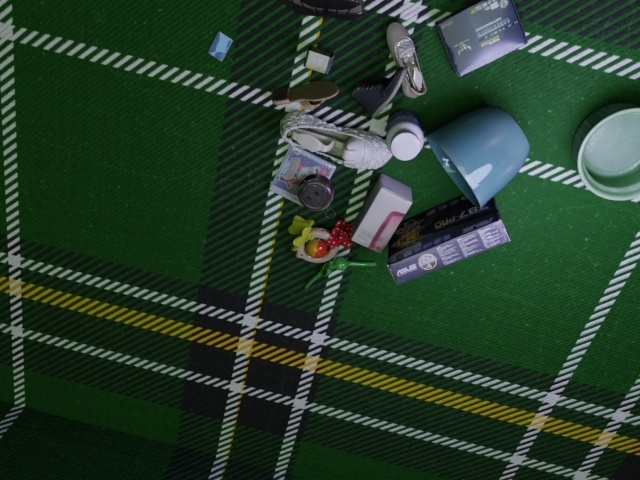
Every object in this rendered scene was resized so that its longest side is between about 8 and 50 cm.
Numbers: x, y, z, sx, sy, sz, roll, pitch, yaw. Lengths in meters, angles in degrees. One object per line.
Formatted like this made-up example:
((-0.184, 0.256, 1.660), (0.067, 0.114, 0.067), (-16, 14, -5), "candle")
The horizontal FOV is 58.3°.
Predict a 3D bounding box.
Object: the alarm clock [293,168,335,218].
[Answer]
((-0.005, -0.155, 2.085), (0.129, 0.064, 0.192), (-28, 114, 20), "alarm clock")

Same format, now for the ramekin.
((0.972, -0.297, 1.858), (0.303, 0.148, 0.304), (3, 117, 6), "ramekin")

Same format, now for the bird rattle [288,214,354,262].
((0.000, 0.000, 2.179), (0.253, 0.143, 0.207), (4, 135, -14), "bird rattle")

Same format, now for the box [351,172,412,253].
((0.218, -0.097, 2.060), (0.126, 0.149, 0.232), (26, 118, -7), "box")

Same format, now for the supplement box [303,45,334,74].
((-0.004, -0.588, 1.869), (0.083, 0.083, 0.056), (18, 119, -1), "supplement box")

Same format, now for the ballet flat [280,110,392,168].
((0.049, -0.323, 1.974), (0.408, 0.147, 0.147), (16, 118, -2), "ballet flat")

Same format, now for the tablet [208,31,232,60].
((-0.335, -0.650, 1.923), (0.054, 0.006, 0.083), (31, 118, -10), "tablet")

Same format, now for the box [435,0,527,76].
((0.499, -0.646, 1.787), (0.232, 0.059, 0.184), (-22, 114, 18), "box")

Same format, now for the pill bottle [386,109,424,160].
((0.276, -0.340, 1.883), (0.124, 0.222, 0.125), (3, 118, 6), "pill bottle")

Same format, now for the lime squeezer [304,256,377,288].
((0.055, 0.111, 2.241), (0.310, 0.110, 0.059), (-20, 69, 16), "lime squeezer")

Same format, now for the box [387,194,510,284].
((0.425, -0.024, 1.976), (0.394, 0.318, 0.097), (-24, 112, 19), "box")

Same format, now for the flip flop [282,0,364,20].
((0.002, -0.759, 1.781), (0.276, 0.080, 0.112), (6, 158, -10), "flip flop")

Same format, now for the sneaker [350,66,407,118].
((0.184, -0.498, 1.859), (0.118, 0.083, 0.222), (34, 141, -6), "sneaker")

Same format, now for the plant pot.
((0.524, -0.289, 1.854), (0.235, 0.293, 0.293), (-35, 109, 7), "plant pot")

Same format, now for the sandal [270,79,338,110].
((-0.045, -0.479, 1.951), (0.239, 0.088, 0.079), (-2, 149, 16), "sandal")

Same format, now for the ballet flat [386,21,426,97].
((0.282, -0.575, 1.837), (0.086, 0.086, 0.249), (-17, 116, 15), "ballet flat")

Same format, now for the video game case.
((-0.067, -0.229, 2.099), (0.183, 0.023, 0.201), (26, 117, -7), "video game case")
